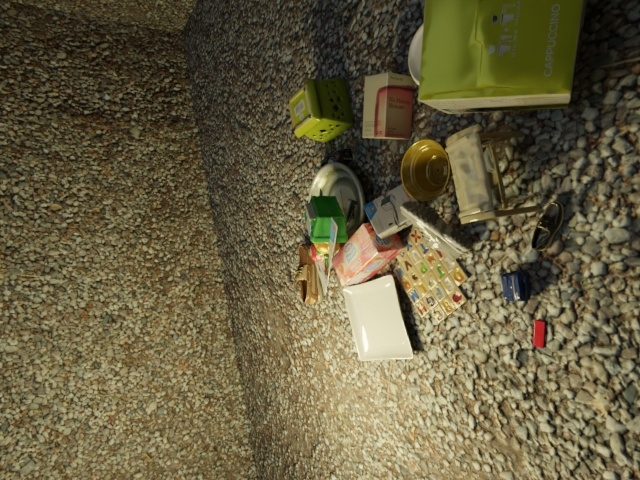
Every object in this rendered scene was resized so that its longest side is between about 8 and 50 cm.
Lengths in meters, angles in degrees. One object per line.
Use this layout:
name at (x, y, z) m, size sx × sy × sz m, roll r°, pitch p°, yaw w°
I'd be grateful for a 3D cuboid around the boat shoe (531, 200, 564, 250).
boat shoe at (0.653, -0.039, 1.208) m, size 0.056 × 0.049 × 0.152 m, roll 31°, pitch 119°, yaw 48°

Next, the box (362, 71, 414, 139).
box at (0.258, -0.503, 1.591) m, size 0.127 × 0.149 × 0.232 m, roll 17°, pitch 110°, yaw 51°

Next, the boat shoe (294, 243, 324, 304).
boat shoe at (-0.072, 0.176, 2.175) m, size 0.123 × 0.116 × 0.324 m, roll -31°, pitch 71°, yaw 59°

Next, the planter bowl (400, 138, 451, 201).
planter bowl at (0.396, -0.250, 1.492) m, size 0.217 × 0.090 × 0.217 m, roll 12°, pitch 105°, yaw 52°

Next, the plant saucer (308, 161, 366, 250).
plant saucer at (0.093, -0.155, 1.916) m, size 0.400 × 0.100 × 0.400 m, roll 13°, pitch 106°, yaw 52°

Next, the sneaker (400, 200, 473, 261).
sneaker at (0.386, -0.027, 1.473) m, size 0.281 × 0.105 × 0.115 m, roll 42°, pitch 134°, yaw 15°

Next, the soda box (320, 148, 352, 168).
soda box at (0.072, -0.371, 1.942) m, size 0.169 × 0.060 × 0.053 m, roll -19°, pitch 81°, yaw 53°

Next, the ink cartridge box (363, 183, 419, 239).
ink cartridge box at (0.282, -0.112, 1.600) m, size 0.191 × 0.082 × 0.139 m, roll -30°, pitch 67°, yaw 15°

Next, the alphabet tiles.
alphabet tiles at (0.410, 0.128, 1.603) m, size 0.342 × 0.011 × 0.285 m, roll 62°, pitch 139°, yaw 27°

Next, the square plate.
square plate at (0.251, 0.345, 1.827) m, size 0.347 × 0.049 × 0.344 m, roll -25°, pitch 75°, yaw 53°

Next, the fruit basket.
fruit basket at (0.000, 0.000, 1.794) m, size 0.327 × 0.165 × 0.353 m, roll -107°, pitch 26°, yaw -54°

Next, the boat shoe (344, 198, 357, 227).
boat shoe at (0.123, -0.108, 1.760) m, size 0.040 × 0.049 × 0.142 m, roll 14°, pitch 127°, yaw 7°

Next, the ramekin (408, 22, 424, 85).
ramekin at (0.411, -0.615, 1.380) m, size 0.273 × 0.127 × 0.273 m, roll 12°, pitch 104°, yaw 52°

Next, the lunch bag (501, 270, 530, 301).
lunch bag at (0.605, 0.138, 1.288) m, size 0.065 × 0.067 × 0.098 m, roll -9°, pitch 87°, yaw 54°

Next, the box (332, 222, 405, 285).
box at (0.191, 0.057, 1.762) m, size 0.300 × 0.154 × 0.142 m, roll -52°, pitch 55°, yaw 49°

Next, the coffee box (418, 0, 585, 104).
coffee box at (0.466, -0.512, 1.057) m, size 0.338 × 0.334 × 0.337 m, roll 8°, pitch 104°, yaw 28°

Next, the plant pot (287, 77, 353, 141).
plant pot at (-0.012, -0.592, 1.899) m, size 0.228 × 0.207 × 0.227 m, roll -19°, pitch 81°, yaw 55°

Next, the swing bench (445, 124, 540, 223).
swing bench at (0.486, -0.186, 1.238) m, size 0.165 × 0.255 × 0.253 m, roll -14°, pitch 84°, yaw 54°

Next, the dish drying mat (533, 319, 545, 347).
dish drying mat at (0.668, 0.285, 1.278) m, size 0.032 × 0.008 × 0.083 m, roll 10°, pitch 102°, yaw 52°
